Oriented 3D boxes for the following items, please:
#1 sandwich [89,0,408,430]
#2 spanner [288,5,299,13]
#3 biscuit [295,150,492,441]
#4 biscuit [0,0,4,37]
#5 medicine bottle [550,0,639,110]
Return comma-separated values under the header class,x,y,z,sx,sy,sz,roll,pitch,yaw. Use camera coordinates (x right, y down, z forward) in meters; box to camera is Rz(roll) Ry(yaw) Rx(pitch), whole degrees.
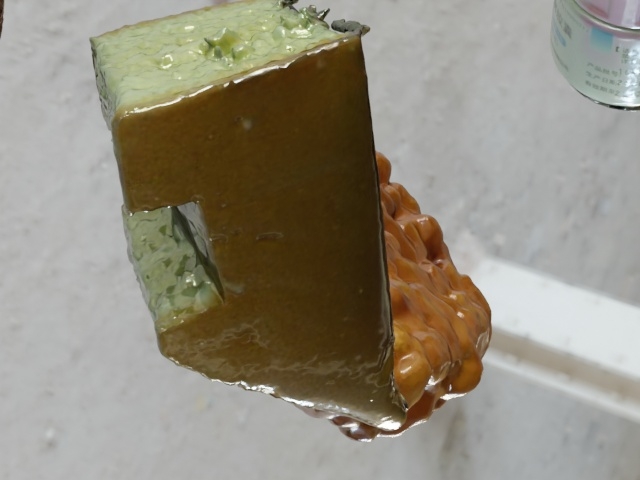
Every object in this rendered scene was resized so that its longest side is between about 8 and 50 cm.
class,x,y,z,sx,sy,sz,roll,pitch,yaw
sandwich,-0.033,0.002,0.789,0.128,0.122,0.236,-16,121,-12
spanner,-0.090,-0.257,1.406,0.316,0.087,0.024,43,70,-14
biscuit,0.000,0.000,1.202,0.110,0.312,0.318,-38,173,20
biscuit,-0.327,-0.160,1.273,0.192,0.049,0.192,-37,142,-36
medicine bottle,0.259,-0.206,1.313,0.135,0.135,0.168,-56,162,-26
